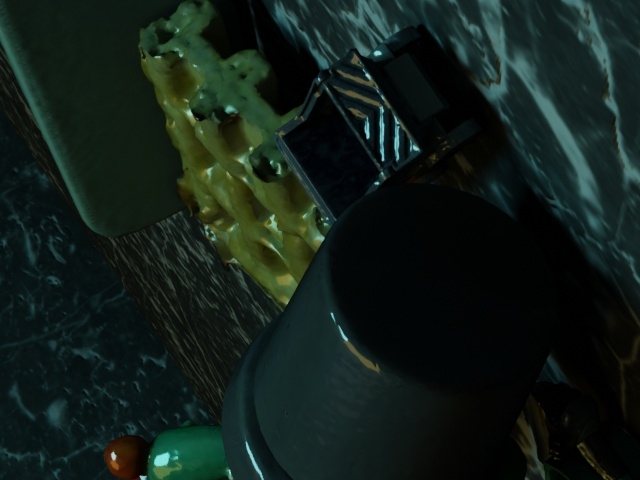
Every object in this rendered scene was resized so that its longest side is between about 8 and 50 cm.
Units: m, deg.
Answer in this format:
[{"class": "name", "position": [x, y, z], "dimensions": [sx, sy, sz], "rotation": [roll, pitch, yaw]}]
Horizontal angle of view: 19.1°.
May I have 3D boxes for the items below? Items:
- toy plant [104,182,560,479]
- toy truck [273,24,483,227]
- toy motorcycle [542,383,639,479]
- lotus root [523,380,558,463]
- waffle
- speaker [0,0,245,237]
[{"class": "toy plant", "position": [0.031, 0.131, 1.246], "dimensions": [0.185, 0.279, 0.400], "rotation": [59, 150, 23]}, {"class": "toy truck", "position": [0.032, -0.067, 1.196], "dimensions": [0.083, 0.092, 0.192], "rotation": [56, 168, 4]}, {"class": "toy motorcycle", "position": [0.186, 0.166, 1.251], "dimensions": [0.100, 0.058, 0.173], "rotation": [44, 160, 39]}, {"class": "lotus root", "position": [0.163, 0.129, 1.308], "dimensions": [0.037, 0.030, 0.083], "rotation": [48, 163, 46]}, {"class": "waffle", "position": [0.000, 0.001, 1.464], "dimensions": [0.348, 0.077, 0.304], "rotation": [44, 164, 29]}, {"class": "speaker", "position": [-0.179, -0.194, 1.524], "dimensions": [0.184, 0.183, 0.406], "rotation": [57, 170, 30]}]
